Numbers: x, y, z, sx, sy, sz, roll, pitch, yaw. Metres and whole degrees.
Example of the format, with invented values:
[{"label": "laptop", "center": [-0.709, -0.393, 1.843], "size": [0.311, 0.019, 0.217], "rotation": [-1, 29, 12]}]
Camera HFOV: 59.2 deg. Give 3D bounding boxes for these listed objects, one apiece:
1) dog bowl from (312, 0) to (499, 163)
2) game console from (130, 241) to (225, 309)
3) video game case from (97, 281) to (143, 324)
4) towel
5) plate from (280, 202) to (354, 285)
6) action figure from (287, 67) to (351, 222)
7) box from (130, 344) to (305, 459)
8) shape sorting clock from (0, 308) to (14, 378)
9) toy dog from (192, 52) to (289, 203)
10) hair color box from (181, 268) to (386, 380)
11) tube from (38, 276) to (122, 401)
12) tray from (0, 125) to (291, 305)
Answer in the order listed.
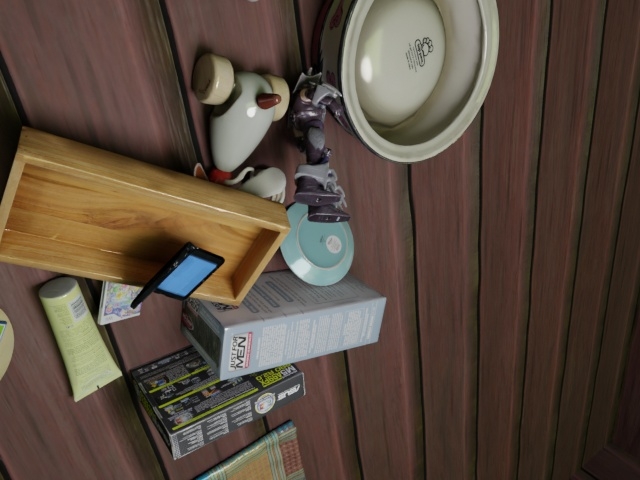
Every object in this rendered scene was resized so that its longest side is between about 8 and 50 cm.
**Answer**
[{"label": "dog bowl", "center": [0.160, -0.366, 1.108], "size": [0.407, 0.150, 0.408], "rotation": [-16, 118, -31]}, {"label": "game console", "center": [-0.226, 0.067, 0.899], "size": [0.071, 0.107, 0.122], "rotation": [43, 113, -13]}, {"label": "video game case", "center": [-0.349, 0.085, 1.000], "size": [0.087, 0.011, 0.122], "rotation": [-11, 119, -58]}, {"label": "towel", "center": [-0.199, 0.629, 1.370], "size": [0.370, 0.040, 0.272], "rotation": [-25, 124, -27]}, {"label": "plate", "center": [0.000, 0.000, 1.174], "size": [0.188, 0.024, 0.188], "rotation": [11, 70, -31]}, {"label": "action figure", "center": [-0.008, -0.176, 1.003], "size": [0.099, 0.285, 0.185], "rotation": [-5, 155, -3]}, {"label": "box", "center": [-0.199, 0.274, 1.087], "size": [0.270, 0.216, 0.060], "rotation": [-20, 122, -30]}, {"label": "shape sorting clock", "center": [-0.568, 0.180, 0.850], "size": [0.206, 0.040, 0.206], "rotation": [-29, 128, -45]}, {"label": "toy dog", "center": [-0.133, -0.151, 0.976], "size": [0.220, 0.161, 0.334], "rotation": [-20, 121, -29]}, {"label": "hair color box", "center": [-0.070, 0.150, 1.147], "size": [0.374, 0.185, 0.114], "rotation": [-5, 114, -35]}, {"label": "tube", "center": [-0.422, 0.175, 0.982], "size": [0.070, 0.062, 0.240], "rotation": [-5, 123, 2]}, {"label": "tray", "center": [-0.276, -0.020, 0.896], "size": [0.410, 0.076, 0.203], "rotation": [16, 127, -30]}]
